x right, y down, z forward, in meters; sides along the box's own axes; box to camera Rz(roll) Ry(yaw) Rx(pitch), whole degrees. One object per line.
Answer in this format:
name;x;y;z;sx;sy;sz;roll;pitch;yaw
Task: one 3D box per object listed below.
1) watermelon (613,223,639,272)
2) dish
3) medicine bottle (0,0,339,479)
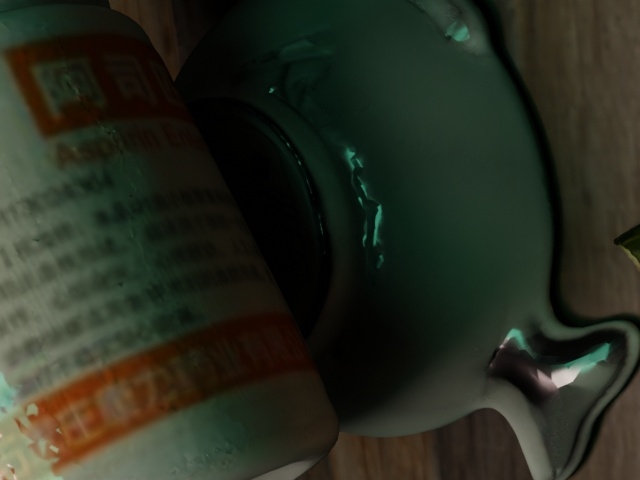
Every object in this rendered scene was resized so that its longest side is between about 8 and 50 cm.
watermelon;0.162;0.033;0.453;0.069;0.087;0.163;-41;71;4
dish;0.000;0.000;0.575;0.246;0.078;0.224;41;126;28
medicine bottle;-0.107;-0.008;0.520;0.144;0.144;0.252;-42;72;43
